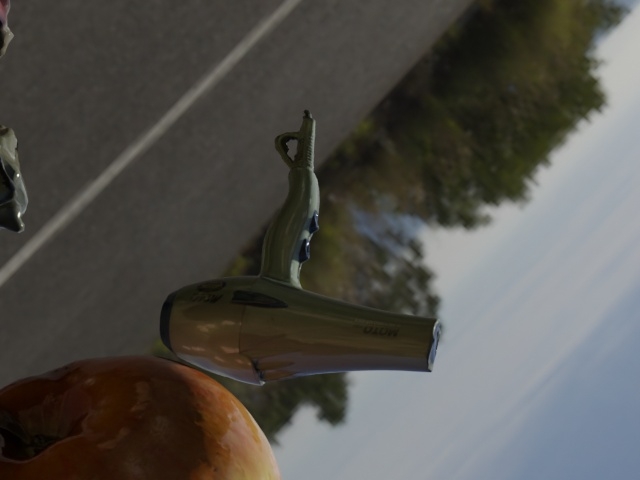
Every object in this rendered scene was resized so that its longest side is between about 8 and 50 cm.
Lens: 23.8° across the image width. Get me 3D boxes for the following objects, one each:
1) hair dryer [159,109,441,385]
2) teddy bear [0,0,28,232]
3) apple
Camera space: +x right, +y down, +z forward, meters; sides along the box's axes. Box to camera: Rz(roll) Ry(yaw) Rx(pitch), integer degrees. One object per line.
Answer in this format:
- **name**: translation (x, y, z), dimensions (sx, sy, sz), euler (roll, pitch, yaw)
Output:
- **hair dryer**: translation (0.014, 0.011, 0.927), dimensions (0.199, 0.167, 0.067), euler (-59, 154, -30)
- **teddy bear**: translation (-0.188, -0.196, 0.713), dimensions (0.367, 0.224, 0.357), euler (-24, -123, 57)
- **apple**: translation (-0.118, 0.150, 0.758), dimensions (0.209, 0.164, 0.209), euler (-11, -161, 4)
